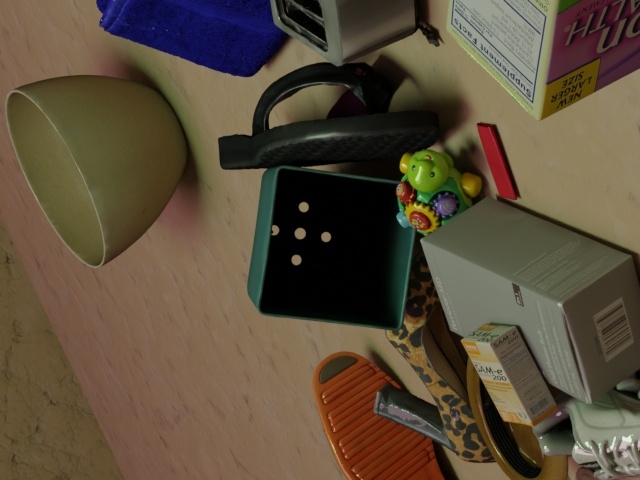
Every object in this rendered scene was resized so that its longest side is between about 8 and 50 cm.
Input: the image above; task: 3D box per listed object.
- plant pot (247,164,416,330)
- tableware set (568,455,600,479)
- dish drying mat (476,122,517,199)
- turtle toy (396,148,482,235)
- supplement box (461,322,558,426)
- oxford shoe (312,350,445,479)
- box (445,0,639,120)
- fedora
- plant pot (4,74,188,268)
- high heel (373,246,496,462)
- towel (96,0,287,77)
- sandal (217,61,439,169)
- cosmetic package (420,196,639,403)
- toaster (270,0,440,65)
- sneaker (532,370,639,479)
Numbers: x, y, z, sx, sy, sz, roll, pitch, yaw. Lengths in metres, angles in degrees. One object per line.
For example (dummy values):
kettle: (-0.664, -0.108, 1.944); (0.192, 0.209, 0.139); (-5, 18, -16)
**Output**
plant pot: (0.000, 0.000, 2.074); (0.234, 0.165, 0.165); (-157, 75, -78)
tableware set: (0.280, 0.272, 2.018); (0.141, 0.020, 0.169); (51, 156, 24)
dish drying mat: (0.181, -0.081, 1.837); (0.032, 0.008, 0.083); (16, 131, 62)
turtle toy: (0.118, -0.050, 1.894); (0.095, 0.066, 0.130); (20, 141, 22)
supplement box: (0.187, 0.133, 1.777); (0.098, 0.036, 0.062); (61, 160, -11)
oxford shoe: (0.096, 0.313, 2.334); (0.364, 0.130, 0.133); (59, 164, 7)
box: (0.217, -0.242, 1.292); (0.117, 0.213, 0.243); (49, 155, 30)
fedora: (0.233, 0.180, 1.932); (0.194, 0.079, 0.194); (47, 148, 42)
plant pot: (-0.307, -0.128, 2.608); (0.284, 0.191, 0.284); (48, 155, 31)
high heel: (0.167, 0.133, 2.073); (0.186, 0.093, 0.261); (22, 126, 21)
towel: (-0.137, -0.282, 2.067); (0.227, 0.076, 0.308); (24, 161, -9)
sandal: (-0.012, -0.139, 2.012); (0.446, 0.167, 0.107); (178, 89, -67)
cosmetic package: (0.216, 0.055, 1.795); (0.238, 0.107, 0.127); (22, 139, 54)
toaster: (0.019, -0.283, 1.820); (0.185, 0.110, 0.168); (39, 150, 43)
sneaker: (0.317, 0.194, 1.718); (0.292, 0.118, 0.110); (12, 124, 61)
